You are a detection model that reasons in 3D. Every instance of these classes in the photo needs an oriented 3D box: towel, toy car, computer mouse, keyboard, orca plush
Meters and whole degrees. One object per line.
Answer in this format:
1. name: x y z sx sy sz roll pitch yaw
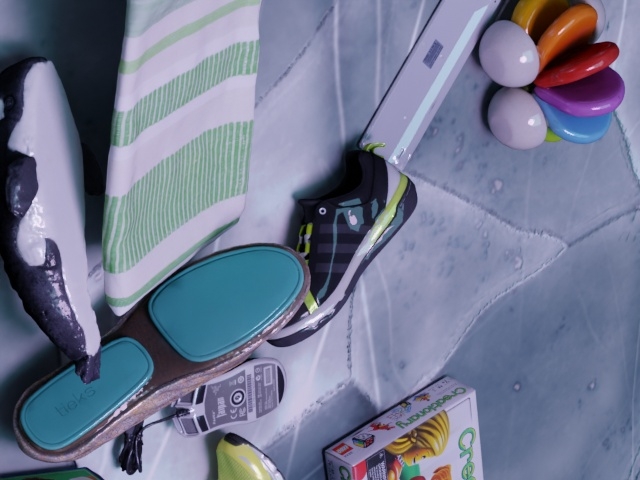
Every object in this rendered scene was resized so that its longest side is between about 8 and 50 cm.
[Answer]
1. towel: -0.116 -0.116 1.777 0.248 0.038 0.324 -41 147 -54
2. toy car: 0.266 -0.180 2.143 0.159 0.136 0.182 -33 130 -30
3. computer mouse: -0.121 0.162 1.990 0.193 0.042 0.106 -14 111 -34
4. keyboard: 0.123 -0.192 2.095 0.072 0.014 0.256 36 81 -41
5. orca plush: -0.260 -0.015 1.754 0.151 0.102 0.287 -57 137 -56

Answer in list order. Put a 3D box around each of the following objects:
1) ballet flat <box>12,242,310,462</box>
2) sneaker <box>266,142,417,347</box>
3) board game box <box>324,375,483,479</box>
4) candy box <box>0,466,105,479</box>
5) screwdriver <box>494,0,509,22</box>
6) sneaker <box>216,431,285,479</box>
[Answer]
1. ballet flat: -0.150 0.106 1.873 0.316 0.107 0.106 -30 164 -11
2. sneaker: 0.000 0.000 2.028 0.097 0.084 0.234 43 74 -20
3. board game box: 0.105 0.329 2.265 0.193 0.053 0.305 -28 125 -33
4. candy box: -0.331 0.364 1.813 0.317 0.122 0.268 -2 110 -44
5. screwdriver: 0.230 -0.309 2.141 0.170 0.024 0.025 -59 165 -5
6. sneaker: -0.085 0.294 2.050 0.094 0.081 0.208 -28 125 -30
